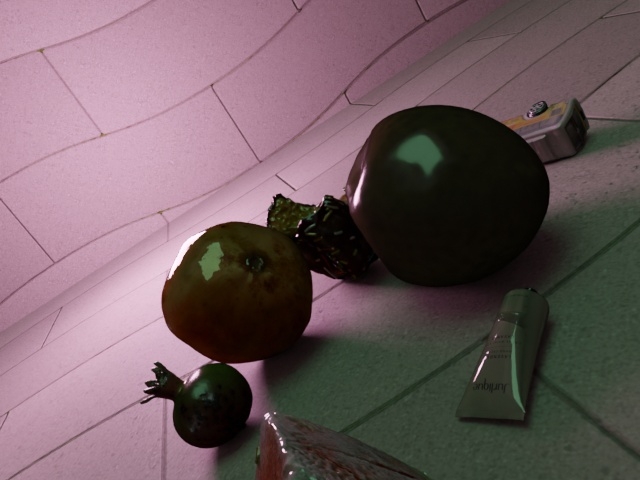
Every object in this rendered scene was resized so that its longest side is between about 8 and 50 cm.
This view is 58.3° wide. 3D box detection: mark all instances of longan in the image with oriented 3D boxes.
[{"bbox_3d":[0.177,-0.071,0.872,0.288,0.288,0.350,-34,15,-4],"label":"longan"}]

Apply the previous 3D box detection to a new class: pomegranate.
[{"bbox_3d":[-0.177,0.237,0.850,0.129,0.159,0.129,-31,42,32],"label":"pomegranate"},{"bbox_3d":[-0.149,0.099,0.993,0.270,0.252,0.228,-49,41,47],"label":"pomegranate"}]

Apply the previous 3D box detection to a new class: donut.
[{"bbox_3d":[0.001,0.000,1.077,0.230,0.216,0.096,12,65,37],"label":"donut"}]

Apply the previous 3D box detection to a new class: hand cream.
[{"bbox_3d":[0.221,0.128,0.669,0.087,0.054,0.186,-16,31,48],"label":"hand cream"}]

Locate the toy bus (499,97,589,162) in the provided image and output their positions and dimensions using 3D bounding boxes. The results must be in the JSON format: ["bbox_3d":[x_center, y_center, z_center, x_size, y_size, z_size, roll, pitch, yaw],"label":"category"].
[{"bbox_3d":[0.376,-0.189,1.128,0.268,0.092,0.106,-13,36,43],"label":"toy bus"}]

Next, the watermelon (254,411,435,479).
[{"bbox_3d":[0.000,0.262,0.458,0.262,0.201,0.213,-39,11,-6],"label":"watermelon"}]

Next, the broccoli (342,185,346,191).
[{"bbox_3d":[0.102,-0.124,1.400,0.092,0.096,0.095,-19,-18,4],"label":"broccoli"}]

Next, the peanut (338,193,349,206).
[{"bbox_3d":[0.112,-0.084,1.278,0.194,0.083,0.093,-22,23,30],"label":"peanut"}]
